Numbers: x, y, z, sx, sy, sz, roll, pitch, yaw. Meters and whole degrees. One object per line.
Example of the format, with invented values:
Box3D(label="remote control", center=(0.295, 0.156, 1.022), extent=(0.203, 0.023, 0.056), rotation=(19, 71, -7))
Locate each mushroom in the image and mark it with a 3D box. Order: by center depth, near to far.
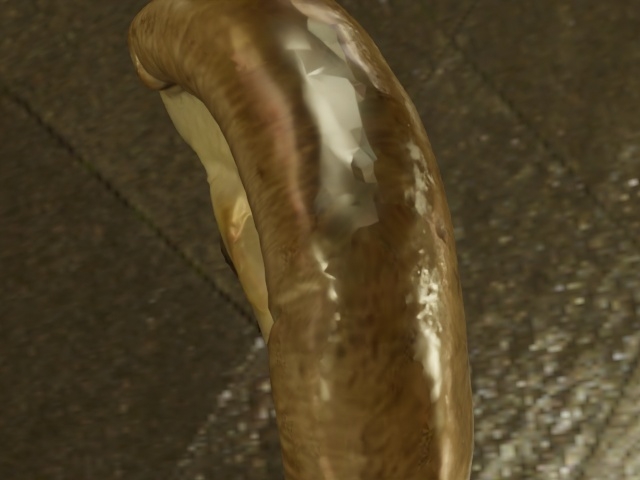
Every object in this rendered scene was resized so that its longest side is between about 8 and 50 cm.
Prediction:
Box3D(label="mushroom", center=(0.002, 0.000, 0.546), extent=(0.072, 0.094, 0.209), rotation=(-17, 65, -8))
